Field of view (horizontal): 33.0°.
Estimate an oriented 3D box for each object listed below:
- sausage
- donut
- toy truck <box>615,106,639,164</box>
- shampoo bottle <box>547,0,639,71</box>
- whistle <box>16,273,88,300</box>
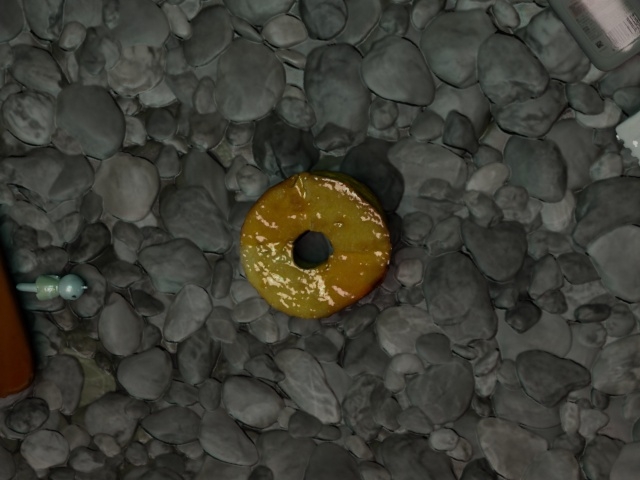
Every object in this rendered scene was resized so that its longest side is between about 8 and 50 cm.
[{"bbox_3d":[-0.437,0.066,1.398,0.083,0.089,0.300,-17,108,-20],"label":"sausage"},{"bbox_3d":[-0.001,-0.001,1.273,0.174,0.074,0.190,34,118,-1],"label":"donut"},{"bbox_3d":[0.442,-0.162,1.082,0.286,0.111,0.136,-39,87,25],"label":"toy truck"},{"bbox_3d":[0.278,-0.259,1.125,0.080,0.040,0.165,-36,98,24],"label":"shampoo bottle"},{"bbox_3d":[-0.347,0.061,1.401,0.100,0.035,0.035,0,110,16],"label":"whistle"}]
